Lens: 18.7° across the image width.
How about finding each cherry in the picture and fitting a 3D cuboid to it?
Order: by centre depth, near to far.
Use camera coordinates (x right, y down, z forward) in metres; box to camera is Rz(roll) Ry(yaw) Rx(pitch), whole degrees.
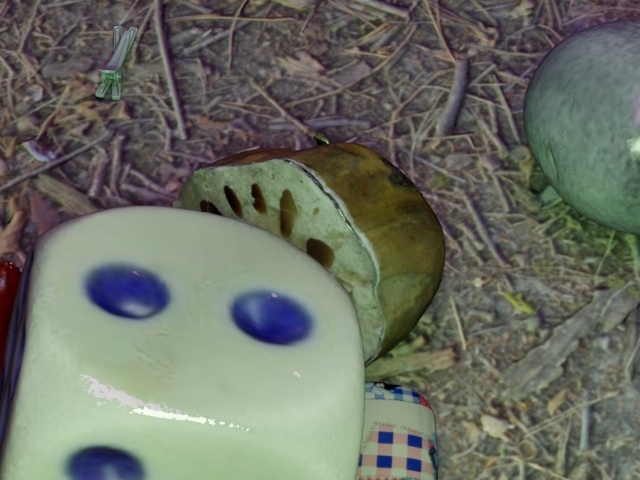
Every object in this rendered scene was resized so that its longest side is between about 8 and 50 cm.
[{"bbox_3d":[0.355,-0.123,2.119,0.255,0.218,0.296,-34,46,-28],"label":"cherry"}]

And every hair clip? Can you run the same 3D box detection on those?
[{"bbox_3d":[-0.241,-0.219,2.303,0.030,0.039,0.115,9,46,0],"label":"hair clip"}]

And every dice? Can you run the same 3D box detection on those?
[{"bbox_3d":[-0.136,0.156,1.768,0.304,0.277,0.304,10,38,-11],"label":"dice"}]

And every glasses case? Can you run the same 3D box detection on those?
[{"bbox_3d":[0.052,0.270,1.850,0.125,0.076,0.327,0,49,1],"label":"glasses case"}]

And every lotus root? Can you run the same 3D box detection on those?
[{"bbox_3d":[0.000,0.000,1.994,0.272,0.272,0.192,32,45,24],"label":"lotus root"}]

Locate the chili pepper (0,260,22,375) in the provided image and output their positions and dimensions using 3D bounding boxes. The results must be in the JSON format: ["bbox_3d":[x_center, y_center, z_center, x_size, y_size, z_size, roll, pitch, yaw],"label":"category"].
[{"bbox_3d":[-0.355,0.116,1.905,0.110,0.110,0.387,9,22,6],"label":"chili pepper"}]
